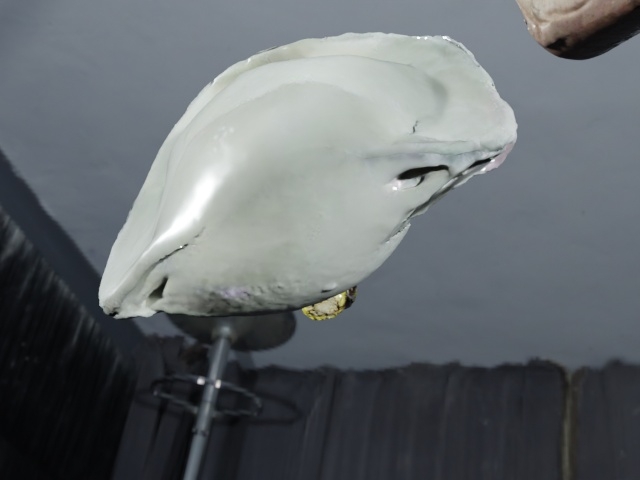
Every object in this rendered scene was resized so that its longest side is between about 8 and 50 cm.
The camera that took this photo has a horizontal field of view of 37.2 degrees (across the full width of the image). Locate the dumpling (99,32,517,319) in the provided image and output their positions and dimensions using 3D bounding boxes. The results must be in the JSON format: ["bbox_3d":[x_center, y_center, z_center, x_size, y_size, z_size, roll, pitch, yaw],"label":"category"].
[{"bbox_3d":[-0.031,-0.067,0.800,0.181,0.260,0.341,28,126,-32],"label":"dumpling"}]

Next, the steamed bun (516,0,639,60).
[{"bbox_3d":[0.377,-0.392,1.218,0.199,0.301,0.251,0,164,-29],"label":"steamed bun"}]

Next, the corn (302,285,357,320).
[{"bbox_3d":[0.000,0.000,1.005,0.072,0.203,0.072,-2,131,-2],"label":"corn"}]
